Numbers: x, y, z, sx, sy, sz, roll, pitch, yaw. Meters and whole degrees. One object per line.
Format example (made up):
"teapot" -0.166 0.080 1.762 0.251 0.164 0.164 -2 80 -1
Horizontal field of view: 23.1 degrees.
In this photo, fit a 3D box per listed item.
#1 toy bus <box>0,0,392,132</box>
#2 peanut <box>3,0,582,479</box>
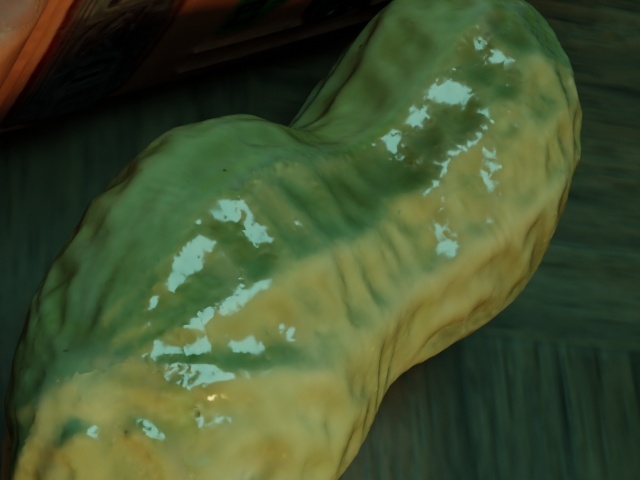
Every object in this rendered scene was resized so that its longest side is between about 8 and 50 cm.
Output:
"toy bus" -0.033 -0.190 0.627 0.427 0.203 0.233 -21 78 -33
"peanut" 0.000 0.000 0.578 0.298 0.120 0.136 -42 127 -36
